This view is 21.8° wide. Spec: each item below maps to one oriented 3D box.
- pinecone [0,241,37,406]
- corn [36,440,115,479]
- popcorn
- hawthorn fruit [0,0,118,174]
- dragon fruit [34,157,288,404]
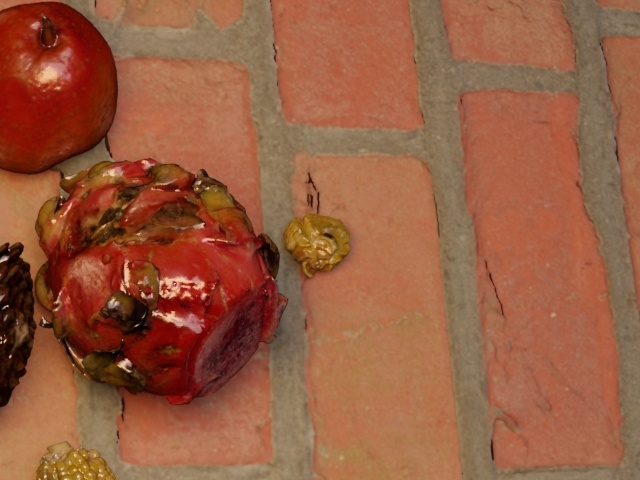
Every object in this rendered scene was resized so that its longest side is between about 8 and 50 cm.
[{"bbox_3d":[-0.445,0.077,1.800,0.292,0.246,0.246,23,66,5],"label":"pinecone"},{"bbox_3d":[-0.233,0.355,1.854,0.086,0.086,0.288,-23,84,-25],"label":"corn"},{"bbox_3d":[0.000,0.000,2.054,0.084,0.084,0.084,6,71,-18],"label":"popcorn"},{"bbox_3d":[-0.325,-0.193,1.920,0.196,0.225,0.197,7,59,-12],"label":"hawthorn fruit"},{"bbox_3d":[-0.203,0.037,1.878,0.291,0.250,0.269,37,55,20],"label":"dragon fruit"}]
